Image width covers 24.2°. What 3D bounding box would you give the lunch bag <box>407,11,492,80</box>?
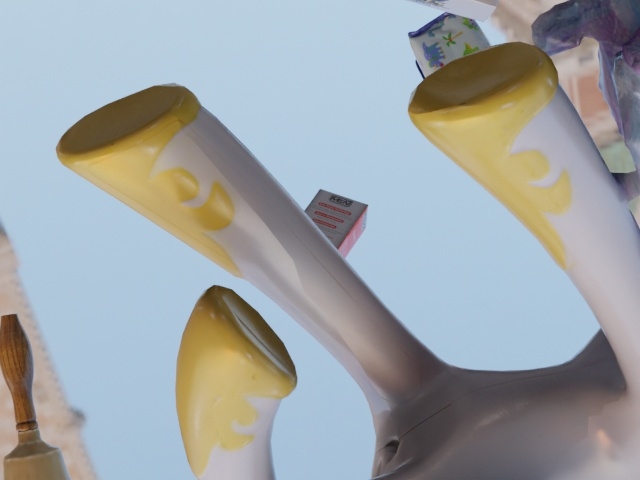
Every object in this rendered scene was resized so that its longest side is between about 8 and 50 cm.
[{"bbox_3d":[0.177,-0.200,1.828,0.096,0.151,0.129,-29,-104,12],"label":"lunch bag"}]

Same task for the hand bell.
[{"bbox_3d":[-0.337,0.204,1.721,0.126,0.242,0.126,-9,178,0],"label":"hand bell"}]

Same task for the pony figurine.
[{"bbox_3d":[0.121,0.069,0.560,0.351,0.363,0.303,-22,-152,6],"label":"pony figurine"}]

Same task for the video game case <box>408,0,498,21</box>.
[{"bbox_3d":[0.073,-0.363,1.370,0.244,0.270,0.061,15,174,-5],"label":"video game case"}]

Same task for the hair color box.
[{"bbox_3d":[0.000,0.000,1.874,0.072,0.043,0.141,19,-135,17],"label":"hair color box"}]
